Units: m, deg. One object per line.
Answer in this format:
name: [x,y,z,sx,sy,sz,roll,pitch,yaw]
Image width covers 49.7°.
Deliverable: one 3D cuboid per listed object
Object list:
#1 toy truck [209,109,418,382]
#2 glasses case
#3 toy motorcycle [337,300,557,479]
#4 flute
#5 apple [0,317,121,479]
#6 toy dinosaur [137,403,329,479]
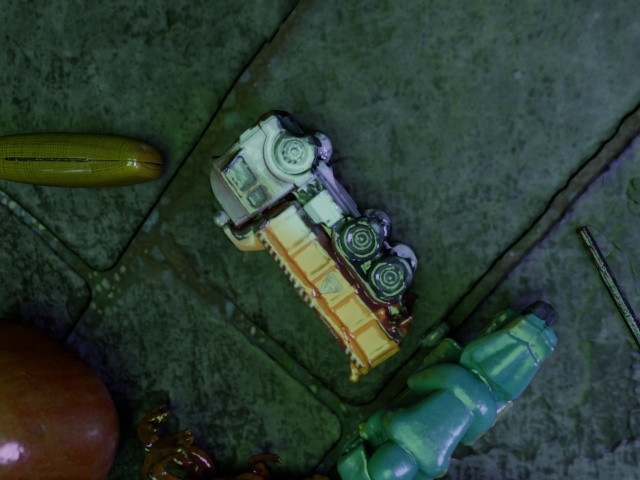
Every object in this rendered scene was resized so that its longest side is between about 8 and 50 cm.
toy truck: [0.000,0.000,0.721,0.135,0.114,0.270,-37,90,14]
glasses case: [-0.296,-0.094,0.806,0.234,0.079,0.064,3,93,16]
toy motorcycle: [0.107,0.164,0.672,0.109,0.198,0.296,47,107,10]
flute: [0.325,0.105,0.692,0.014,0.014,0.269,-29,90,19]
apple: [-0.408,0.238,0.797,0.302,0.301,0.301,3,100,16]
toy dinosaur: [-0.167,0.309,0.833,0.432,0.097,0.208,-23,102,22]
